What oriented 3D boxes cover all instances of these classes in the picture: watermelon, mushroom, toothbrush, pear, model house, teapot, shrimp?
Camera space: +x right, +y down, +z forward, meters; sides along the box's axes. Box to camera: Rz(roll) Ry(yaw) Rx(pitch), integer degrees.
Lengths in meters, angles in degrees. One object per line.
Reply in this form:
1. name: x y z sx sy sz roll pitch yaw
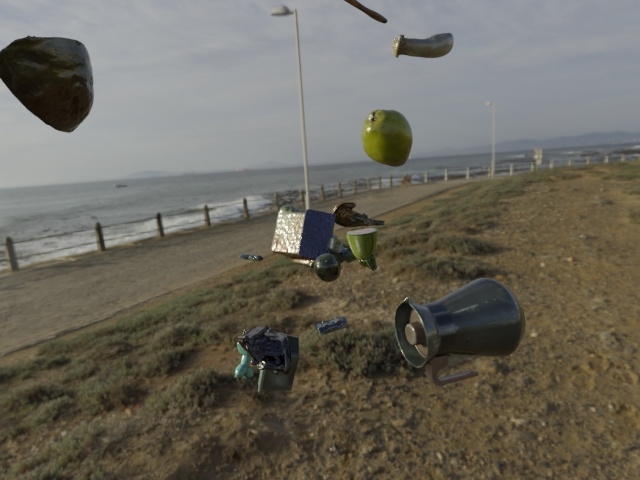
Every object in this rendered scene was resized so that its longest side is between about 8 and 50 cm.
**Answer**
1. watermelon: 0.020 0.076 1.205 0.078 0.078 0.111 -2 -20 10
2. mushroom: 0.356 -0.681 1.506 0.223 0.092 0.081 -13 -21 -14
3. toothbrush: 0.093 -0.776 1.385 0.320 0.031 0.023 10 -30 -32
4. pear: 0.277 -0.421 1.781 0.212 0.213 0.269 5 -28 40
5. model house: 0.000 0.000 1.829 0.280 0.246 0.312 3 -13 41
6. model house: -0.184 0.339 1.345 0.164 0.141 0.203 5 -13 -15
7. teapot: 0.429 0.284 1.340 0.343 0.301 0.253 -8 2 -16
8. shrimp: 0.178 -0.102 1.865 0.261 0.117 0.066 1 40 -19

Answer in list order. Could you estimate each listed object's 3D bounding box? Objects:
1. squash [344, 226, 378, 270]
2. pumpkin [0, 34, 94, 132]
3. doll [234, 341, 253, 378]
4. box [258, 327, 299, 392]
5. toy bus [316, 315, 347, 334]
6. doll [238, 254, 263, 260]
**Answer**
1. squash: 0.134 0.031 1.341 0.105 0.132 0.105 -7 14 2
2. pumpkin: -0.599 -0.363 1.033 0.169 0.148 0.312 -30 9 -6
3. doll: -0.257 0.415 1.523 0.059 0.159 0.159 12 20 19
4. box: -0.166 0.483 1.712 0.134 0.244 0.163 9 26 -7
5. toy bus: 0.060 0.424 2.146 0.152 0.061 0.051 -16 21 -7
6. doll: -0.326 0.080 2.007 0.125 0.027 0.037 2 -18 17
